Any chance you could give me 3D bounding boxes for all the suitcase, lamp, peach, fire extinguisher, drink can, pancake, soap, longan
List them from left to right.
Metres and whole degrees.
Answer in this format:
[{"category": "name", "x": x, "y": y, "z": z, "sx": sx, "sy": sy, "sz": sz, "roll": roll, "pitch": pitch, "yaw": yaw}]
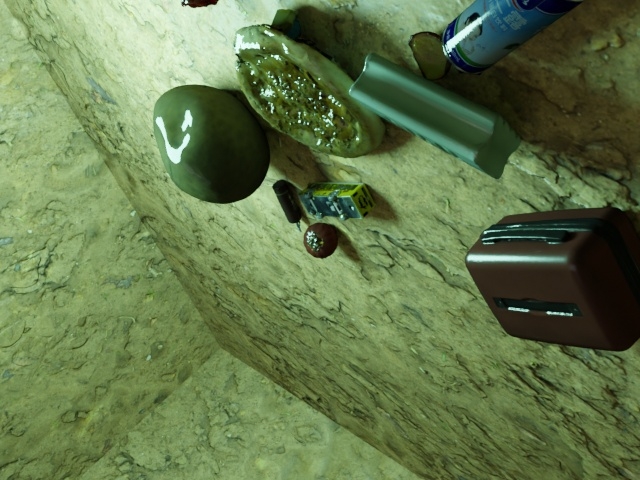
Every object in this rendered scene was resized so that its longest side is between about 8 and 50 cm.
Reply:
[{"category": "longan", "x": -0.283, "y": -0.255, "z": 1.844, "sx": 0.350, "sy": 0.288, "sz": 0.288, "roll": 53, "pitch": 158, "yaw": 17}, {"category": "fire extinguisher", "x": -0.089, "y": -0.098, "z": 2.015, "sx": 0.064, "sy": 0.043, "sz": 0.158, "roll": -114, "pitch": 0, "yaw": -55}, {"category": "pancake", "x": -0.038, "y": -0.305, "z": 1.513, "sx": 0.382, "sy": 0.071, "sz": 0.382, "roll": 32, "pitch": 162, "yaw": 12}, {"category": "lamp", "x": 0.000, "y": 0.000, "z": 1.956, "sx": 0.101, "sy": 0.090, "sz": 0.101, "roll": 7, "pitch": 103, "yaw": 29}, {"category": "peach", "x": 0.187, "y": -0.315, "z": 1.209, "sx": 0.083, "sy": 0.050, "sz": 0.077, "roll": 28, "pitch": 127, "yaw": 19}, {"category": "soap", "x": 0.196, "y": -0.212, "z": 1.224, "sx": 0.265, "sy": 0.087, "sz": 0.160, "roll": 34, "pitch": -170, "yaw": 28}, {"category": "drink can", "x": 0.270, "y": -0.322, "z": 1.008, "sx": 0.097, "sy": 0.097, "sz": 0.235, "roll": 51, "pitch": 155, "yaw": -6}, {"category": "suitcase", "x": 0.423, "y": 0.065, "z": 1.260, "sx": 0.236, "sy": 0.161, "sz": 0.297, "roll": 57, "pitch": 156, "yaw": -16}]

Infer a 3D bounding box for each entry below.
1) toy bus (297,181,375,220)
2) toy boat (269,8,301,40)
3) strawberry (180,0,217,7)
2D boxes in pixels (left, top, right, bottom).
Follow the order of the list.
[{"category": "toy bus", "x": 0.034, "y": -0.101, "z": 1.766, "sx": 0.226, "sy": 0.074, "sz": 0.081, "roll": 6, "pitch": 134, "yaw": 56}, {"category": "toy boat", "x": -0.079, "y": -0.424, "z": 1.482, "sx": 0.066, "sy": 0.065, "sz": 0.172, "roll": 22, "pitch": 164, "yaw": -11}, {"category": "strawberry", "x": -0.218, "y": -0.577, "z": 1.327, "sx": 0.261, "sy": 0.258, "sz": 0.261, "roll": 56, "pitch": -179, "yaw": -1}]
